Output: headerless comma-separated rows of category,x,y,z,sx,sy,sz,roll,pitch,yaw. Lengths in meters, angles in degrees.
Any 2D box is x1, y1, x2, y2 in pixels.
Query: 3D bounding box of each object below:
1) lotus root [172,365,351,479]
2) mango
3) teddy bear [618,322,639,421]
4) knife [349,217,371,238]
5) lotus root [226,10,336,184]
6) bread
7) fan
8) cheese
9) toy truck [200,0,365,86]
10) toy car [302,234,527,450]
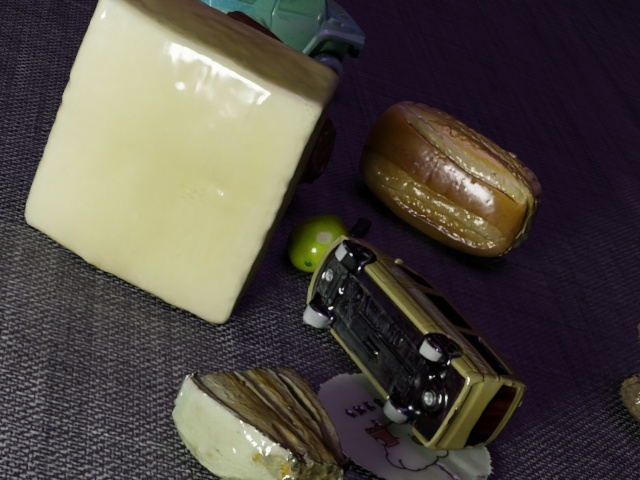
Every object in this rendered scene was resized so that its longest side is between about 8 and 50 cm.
lotus root,-0.048,0.175,1.232,0.143,0.070,0.144,7,27,-44
mango,0.000,0.000,1.605,0.073,0.056,0.108,-6,16,16
teddy bear,0.448,0.153,1.659,0.251,0.182,0.129,14,-8,-21
knife,0.026,0.003,1.683,0.023,0.010,0.170,30,28,9
lotus root,-0.065,-0.155,1.681,0.180,0.199,0.188,27,32,13
bread,0.163,-0.075,1.802,0.236,0.140,0.106,32,23,14
fan,0.127,0.226,1.356,0.329,0.009,0.191,37,26,27
cheese,-0.140,-0.090,1.415,0.242,0.265,0.124,26,26,2
toy truck,-0.075,-0.313,2.018,0.279,0.156,0.155,6,32,-32
toy car,0.092,0.100,1.453,0.124,0.101,0.257,9,29,-40
